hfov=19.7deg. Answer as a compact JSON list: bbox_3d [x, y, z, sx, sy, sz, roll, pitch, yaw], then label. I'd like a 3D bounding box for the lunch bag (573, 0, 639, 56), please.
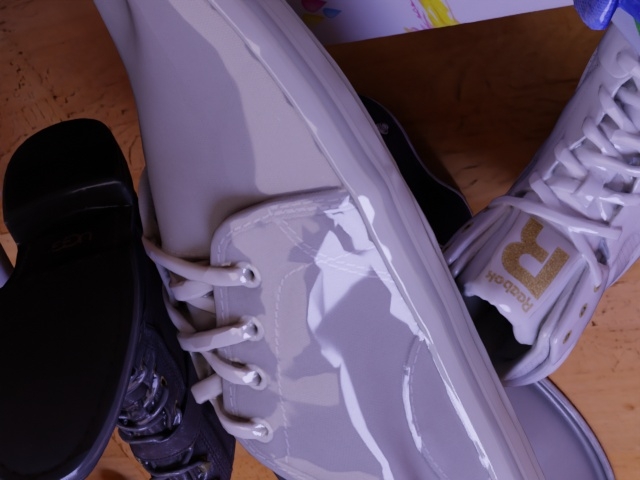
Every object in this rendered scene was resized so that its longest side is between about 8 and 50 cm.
[{"bbox_3d":[0.161,-0.164,0.609,0.115,0.243,0.303,93,152,-50],"label":"lunch bag"}]

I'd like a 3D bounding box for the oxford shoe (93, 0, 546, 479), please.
[{"bbox_3d":[-0.019,0.024,0.928,0.449,0.130,0.169,62,165,-25],"label":"oxford shoe"}]

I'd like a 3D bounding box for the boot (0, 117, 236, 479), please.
[{"bbox_3d":[-0.098,0.083,1.006,0.091,0.263,0.229,-12,133,12],"label":"boot"}]

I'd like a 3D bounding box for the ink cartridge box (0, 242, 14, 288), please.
[{"bbox_3d":[-0.322,-0.048,1.150,0.395,0.166,0.285,60,172,3],"label":"ink cartridge box"}]

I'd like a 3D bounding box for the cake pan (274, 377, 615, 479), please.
[{"bbox_3d":[0.068,0.155,1.307,0.293,0.054,0.293,25,144,19],"label":"cake pan"}]

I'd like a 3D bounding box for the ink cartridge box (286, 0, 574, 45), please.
[{"bbox_3d":[0.023,-0.208,0.867,0.278,0.117,0.201,-3,128,46],"label":"ink cartridge box"}]

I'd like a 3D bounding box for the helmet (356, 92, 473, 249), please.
[{"bbox_3d":[0.000,0.000,1.109,0.169,0.169,0.161,0,147,43],"label":"helmet"}]

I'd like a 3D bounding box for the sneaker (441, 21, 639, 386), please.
[{"bbox_3d":[0.146,-0.027,0.919,0.108,0.169,0.292,36,146,8],"label":"sneaker"}]
